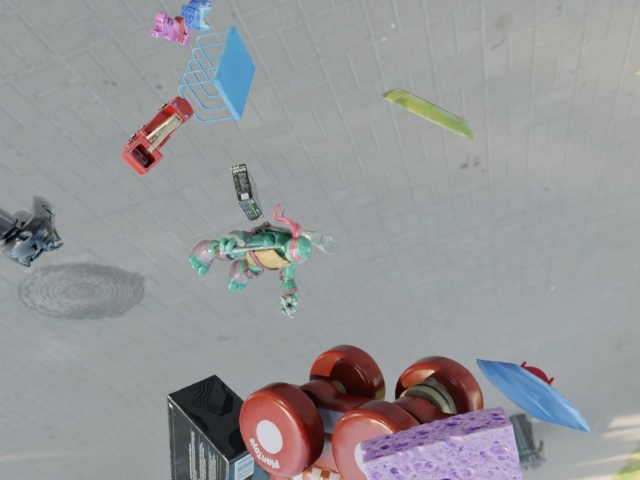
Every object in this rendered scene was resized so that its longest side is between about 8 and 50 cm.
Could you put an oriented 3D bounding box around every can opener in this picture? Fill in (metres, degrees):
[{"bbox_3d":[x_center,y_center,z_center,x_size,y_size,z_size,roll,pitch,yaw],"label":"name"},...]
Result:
[{"bbox_3d":[-0.302,-0.023,0.598,0.059,0.186,0.073,-36,111,-8],"label":"can opener"}]

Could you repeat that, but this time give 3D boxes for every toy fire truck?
[{"bbox_3d":[-0.280,-0.188,0.997,0.047,0.192,0.135,48,151,-24],"label":"toy fire truck"},{"bbox_3d":[0.057,0.270,0.647,0.302,0.253,0.169,0,-170,36],"label":"toy fire truck"}]

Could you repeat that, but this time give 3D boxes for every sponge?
[{"bbox_3d":[0.112,0.241,0.469,0.117,0.031,0.209,-15,108,2],"label":"sponge"}]

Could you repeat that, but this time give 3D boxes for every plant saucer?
[{"bbox_3d":[0.256,-0.302,1.340,0.241,0.241,0.037,14,109,-37],"label":"plant saucer"}]

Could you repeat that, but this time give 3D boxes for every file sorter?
[{"bbox_3d":[-0.225,-0.358,1.251,0.105,0.170,0.118,-4,146,19],"label":"file sorter"}]

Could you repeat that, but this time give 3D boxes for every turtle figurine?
[{"bbox_3d":[-0.084,0.032,0.847,0.234,0.118,0.175,-7,131,47],"label":"turtle figurine"}]

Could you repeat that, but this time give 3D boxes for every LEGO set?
[{"bbox_3d":[-0.236,-0.423,0.932,0.093,0.087,0.227,-27,136,-43],"label":"LEGO set"}]

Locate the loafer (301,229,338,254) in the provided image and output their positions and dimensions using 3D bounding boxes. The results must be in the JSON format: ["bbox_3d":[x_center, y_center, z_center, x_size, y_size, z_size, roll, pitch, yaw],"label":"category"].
[{"bbox_3d":[0.000,0.000,1.453,0.125,0.039,0.045,29,89,-51],"label":"loafer"}]

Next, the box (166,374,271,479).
[{"bbox_3d":[-0.167,0.389,0.959,0.103,0.184,0.261,-19,124,-41],"label":"box"}]

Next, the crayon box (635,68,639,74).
[{"bbox_3d":[0.633,-0.326,0.823,0.323,0.083,0.203,0,148,-17],"label":"crayon box"}]

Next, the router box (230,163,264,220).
[{"bbox_3d":[-0.170,-0.111,1.338,0.038,0.092,0.122,-16,160,1],"label":"router box"}]

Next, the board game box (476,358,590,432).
[{"bbox_3d":[0.293,0.198,0.785,0.033,0.133,0.169,-48,-175,-16],"label":"board game box"}]
